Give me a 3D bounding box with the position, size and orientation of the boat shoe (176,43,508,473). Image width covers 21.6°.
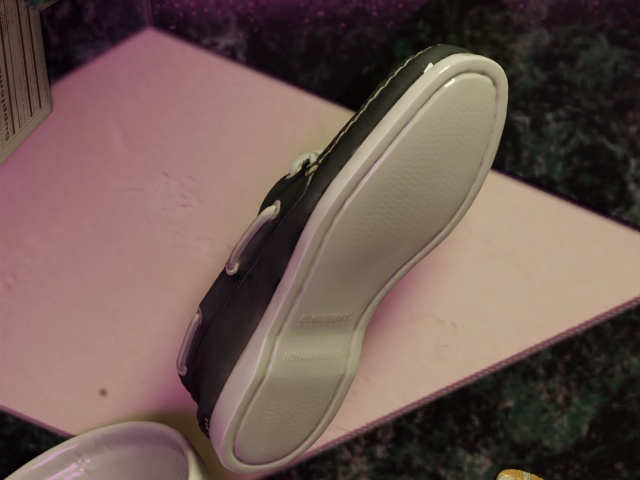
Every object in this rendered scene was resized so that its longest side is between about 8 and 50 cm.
[{"bbox_3d":[0.000,0.000,0.997,0.114,0.091,0.302,12,119,-45],"label":"boat shoe"}]

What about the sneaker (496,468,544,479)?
[{"bbox_3d":[0.146,0.180,1.088,0.083,0.032,0.037,30,115,-3],"label":"sneaker"}]

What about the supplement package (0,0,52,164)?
[{"bbox_3d":[-0.311,-0.144,0.967,0.262,0.145,0.204,0,114,10],"label":"supplement package"}]

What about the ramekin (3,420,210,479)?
[{"bbox_3d":[-0.143,0.224,1.071,0.207,0.207,0.109,-21,117,18],"label":"ramekin"}]

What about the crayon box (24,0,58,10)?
[{"bbox_3d":[-0.175,-0.290,0.848,0.081,0.202,0.318,-27,105,20],"label":"crayon box"}]
